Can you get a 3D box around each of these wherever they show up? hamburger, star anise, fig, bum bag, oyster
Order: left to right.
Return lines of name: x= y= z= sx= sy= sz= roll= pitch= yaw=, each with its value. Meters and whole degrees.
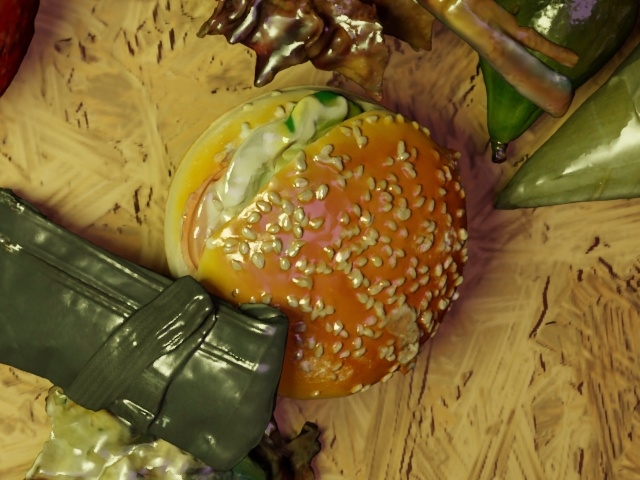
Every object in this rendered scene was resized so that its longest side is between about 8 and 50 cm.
bum bag: x=-0.137 y=0.059 z=1.277 sx=0.060 sy=0.248 sz=0.123 roll=-15 pitch=128 yaw=-62
oyster: x=-0.135 y=0.242 z=1.363 sx=0.221 sy=0.096 sz=0.361 roll=26 pitch=87 yaw=-20
hamburger: x=-0.002 y=0.004 z=1.335 sx=0.237 sy=0.147 sz=0.236 roll=-3 pitch=100 yaw=-19
star anise: x=0.032 y=-0.185 z=1.278 sx=0.237 sy=0.346 sz=0.148 roll=-32 pitch=151 yaw=-32
fig: x=0.160 y=-0.143 z=1.418 sx=0.117 sy=0.117 sz=0.177 roll=24 pitch=112 yaw=-26

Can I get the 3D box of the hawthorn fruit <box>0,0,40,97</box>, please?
hawthorn fruit: x=-0.245 y=-0.162 z=1.187 sx=0.235 sy=0.181 sz=0.181 roll=-36 pitch=113 yaw=-14

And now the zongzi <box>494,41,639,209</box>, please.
zongzi: x=0.320 y=-0.203 z=1.462 sx=0.393 sy=0.174 sz=0.356 roll=-4 pitch=86 yaw=5
